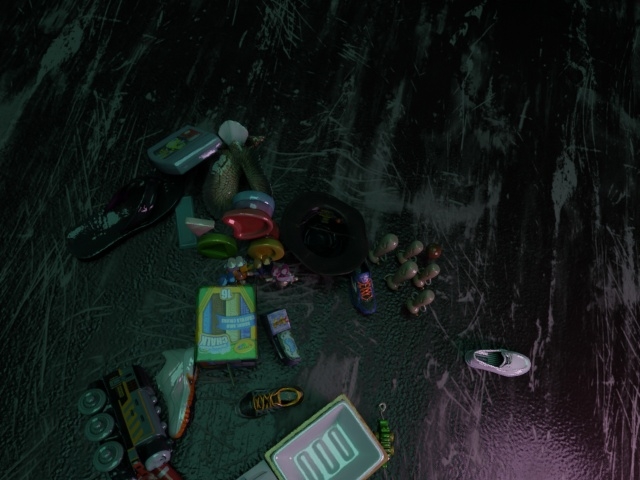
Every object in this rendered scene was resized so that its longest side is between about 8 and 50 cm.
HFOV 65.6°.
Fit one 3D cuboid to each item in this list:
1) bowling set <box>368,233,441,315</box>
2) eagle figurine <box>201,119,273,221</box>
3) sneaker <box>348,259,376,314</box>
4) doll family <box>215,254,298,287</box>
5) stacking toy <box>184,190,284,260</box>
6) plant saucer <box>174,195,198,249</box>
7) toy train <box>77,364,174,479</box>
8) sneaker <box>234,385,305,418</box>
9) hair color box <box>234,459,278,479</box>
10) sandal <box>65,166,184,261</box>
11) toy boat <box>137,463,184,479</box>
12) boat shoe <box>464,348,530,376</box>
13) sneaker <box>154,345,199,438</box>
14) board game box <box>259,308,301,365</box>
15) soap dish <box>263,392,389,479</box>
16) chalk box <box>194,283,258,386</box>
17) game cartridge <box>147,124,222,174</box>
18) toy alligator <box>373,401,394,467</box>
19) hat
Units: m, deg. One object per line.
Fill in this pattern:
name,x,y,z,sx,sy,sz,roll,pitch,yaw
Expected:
bowling set,0.319,0.098,1.689,0.200,0.154,0.286,-17,70,-33
eagle figurine,-0.267,-0.235,1.694,0.225,0.226,0.298,15,61,-24
sneaker,0.136,0.140,1.657,0.083,0.087,0.221,-12,71,-12
doll family,-0.208,0.096,1.587,0.263,0.163,0.118,-8,70,-5
stacking toy,-0.264,-0.055,1.582,0.280,0.309,0.130,-1,61,3
plant saucer,-0.459,-0.065,1.690,0.067,0.018,0.191,-9,72,-11
toy train,-0.532,0.501,1.362,0.190,0.142,0.334,-26,50,-18
sneaker,-0.151,0.478,1.490,0.215,0.083,0.084,-13,73,-11
hair color box,-0.131,0.779,1.294,0.185,0.110,0.339,-27,56,-29
sandal,-0.628,-0.103,1.630,0.168,0.107,0.446,42,70,12
toy boat,-0.444,0.691,1.330,0.231,0.151,0.151,40,70,8
boat shoe,0.591,0.399,1.626,0.227,0.075,0.083,4,69,-7
sneaker,-0.433,0.445,1.467,0.121,0.099,0.262,1,61,0
board game box,-0.123,0.284,1.508,0.060,0.194,0.194,-19,73,-15
soap dish,0.017,0.625,1.438,0.291,0.118,0.228,-33,77,-18
chalk box,-0.279,0.293,1.491,0.179,0.180,0.288,0,68,-8
game cartridge,-0.468,-0.304,1.663,0.196,0.060,0.294,-42,36,-16
toy alligator,0.194,0.590,1.511,0.056,0.051,0.189,4,69,-7
hat,0.000,0.000,1.666,0.332,0.134,0.331,11,53,-15
